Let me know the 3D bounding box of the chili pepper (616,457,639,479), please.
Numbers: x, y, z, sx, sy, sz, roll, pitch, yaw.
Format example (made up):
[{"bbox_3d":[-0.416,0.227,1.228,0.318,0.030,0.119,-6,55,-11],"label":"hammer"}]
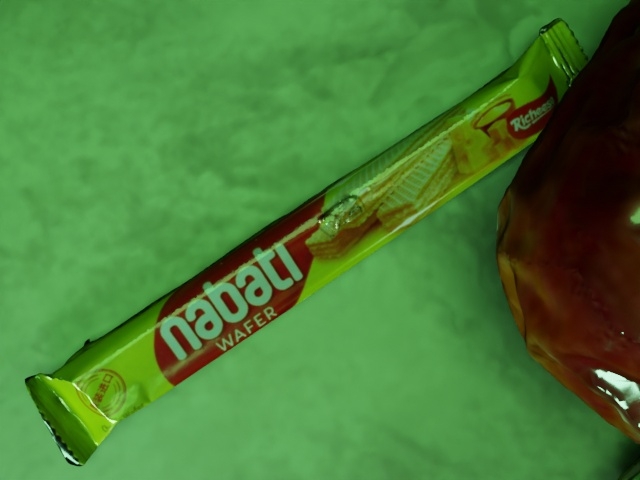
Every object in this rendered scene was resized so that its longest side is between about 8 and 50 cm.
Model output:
[{"bbox_3d":[0.185,0.185,0.543,0.052,0.050,0.202,-23,86,35],"label":"chili pepper"}]

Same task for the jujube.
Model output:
[{"bbox_3d":[0.182,-0.033,0.494,0.174,0.174,0.250,35,78,-2],"label":"jujube"}]

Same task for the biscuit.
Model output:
[{"bbox_3d":[0.000,0.000,0.547,0.292,0.026,0.048,-34,111,-4],"label":"biscuit"}]
